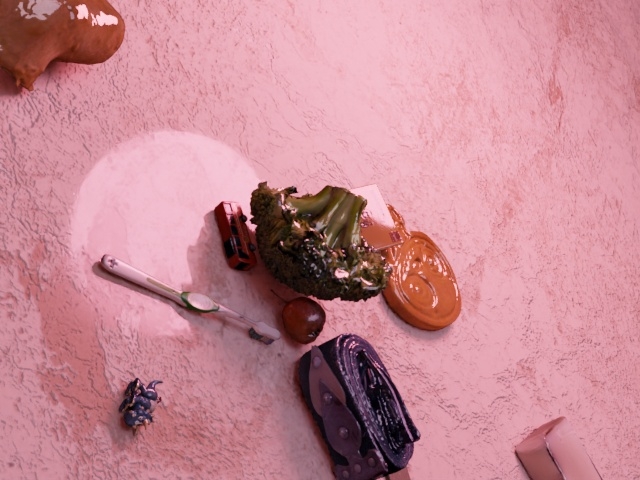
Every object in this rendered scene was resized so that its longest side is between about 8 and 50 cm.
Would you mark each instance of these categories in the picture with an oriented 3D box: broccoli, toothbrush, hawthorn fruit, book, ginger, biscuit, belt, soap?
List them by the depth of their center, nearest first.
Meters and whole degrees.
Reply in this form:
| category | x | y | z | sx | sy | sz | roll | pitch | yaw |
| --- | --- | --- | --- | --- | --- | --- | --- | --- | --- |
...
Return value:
| category | x | y | z | sx | sy | sz | roll | pitch | yaw |
| --- | --- | --- | --- | --- | --- | --- | --- | --- | --- |
| ginger | -0.378 | -0.308 | 1.702 | 0.138 | 0.152 | 0.267 | 35 | 36 | 22 |
| toothbrush | -0.180 | 0.084 | 1.706 | 0.304 | 0.030 | 0.030 | 28 | 45 | -31 |
| belt | 0.063 | 0.241 | 1.770 | 0.122 | 0.128 | 0.218 | -12 | 73 | -52 |
| broccoli | 0.000 | 0.003 | 1.825 | 0.198 | 0.226 | 0.176 | 11 | 81 | -54 |
| hawthorn fruit | -0.038 | 0.110 | 1.829 | 0.103 | 0.067 | 0.067 | 41 | 29 | 28 |
| book | 0.046 | -0.028 | 2.009 | 0.172 | 0.012 | 0.118 | -15 | 74 | -32 |
| biscuit | 0.143 | 0.033 | 2.091 | 0.288 | 0.044 | 0.202 | 50 | 37 | -10 |
| soap | 0.430 | 0.411 | 2.098 | 0.121 | 0.064 | 0.183 | -22 | 80 | -53 |

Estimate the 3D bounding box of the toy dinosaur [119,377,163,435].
| category | x | y | z | sx | sy | sz | roll | pitch | yaw |
| --- | --- | --- | --- | --- | --- | --- | --- | --- | --- |
| toy dinosaur | -0.230 | 0.211 | 1.553 | 0.047 | 0.030 | 0.083 | 36 | 42 | -25 |

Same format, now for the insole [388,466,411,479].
| category | x | y | z | sx | sy | sz | roll | pitch | yaw |
| --- | --- | --- | --- | --- | --- | --- | --- | --- | --- |
| insole | 0.103 | 0.310 | 1.859 | 0.063 | 0.010 | 0.192 | 5 | 60 | -45 |

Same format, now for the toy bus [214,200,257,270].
| category | x | y | z | sx | sy | sz | roll | pitch | yaw |
| --- | --- | --- | --- | --- | --- | --- | --- | --- | --- |
| toy bus | -0.129 | -0.007 | 1.829 | 0.043 | 0.031 | 0.110 | 6 | 57 | -42 |
